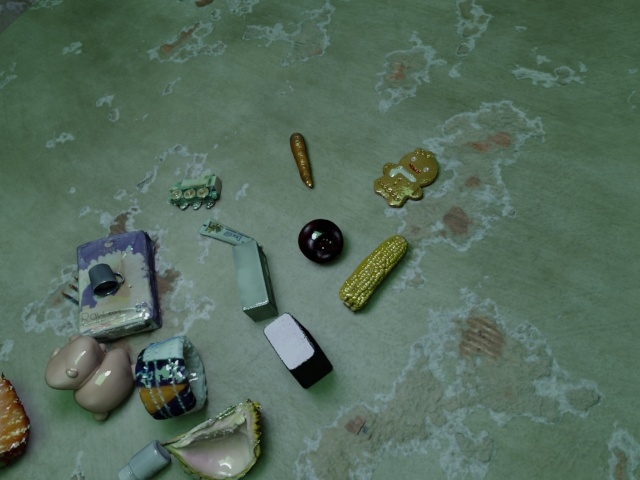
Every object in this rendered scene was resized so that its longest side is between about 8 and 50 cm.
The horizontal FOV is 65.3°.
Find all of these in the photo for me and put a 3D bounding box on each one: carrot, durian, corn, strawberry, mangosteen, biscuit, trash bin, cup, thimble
[{"bbox_3d":[-0.067,-0.291,1.825,0.059,0.059,0.247,-16,65,3],"label":"carrot"},{"bbox_3d":[-0.271,0.581,1.402,0.305,0.185,0.195,-29,82,1],"label":"durian"},{"bbox_3d":[0.172,0.096,1.573,0.101,0.101,0.291,38,76,24],"label":"corn"},{"bbox_3d":[-1.036,0.591,1.542,0.254,0.150,0.280,-29,59,-27],"label":"strawberry"},{"bbox_3d":[0.000,0.000,1.637,0.153,0.152,0.152,-4,64,9],"label":"mangosteen"},{"bbox_3d":[0.305,-0.222,1.733,0.249,0.035,0.184,-37,64,-8],"label":"biscuit"},{"bbox_3d":[-0.068,0.316,1.440,0.115,0.225,0.165,-35,64,-6],"label":"trash bin"},{"bbox_3d":[-0.682,0.121,1.594,0.100,0.078,0.077,-9,54,-38],"label":"cup"},{"bbox_3d":[-0.436,0.398,1.473,0.150,0.237,0.237,-16,63,-1],"label":"thimble"}]

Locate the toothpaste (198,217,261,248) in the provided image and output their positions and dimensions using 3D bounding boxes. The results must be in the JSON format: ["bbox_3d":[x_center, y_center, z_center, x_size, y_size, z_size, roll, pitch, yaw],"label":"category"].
[{"bbox_3d":[-0.317,-0.015,1.753,0.256,0.037,0.067,21,70,23],"label":"toothpaste"}]

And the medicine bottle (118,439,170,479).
[{"bbox_3d":[-0.509,0.649,1.445,0.130,0.080,0.080,-37,64,-7],"label":"medicine bottle"}]

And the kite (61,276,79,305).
[{"bbox_3d":[-0.791,0.213,1.740,0.245,0.015,0.141,29,70,15],"label":"kite"}]

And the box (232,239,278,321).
[{"bbox_3d":[-0.210,0.130,1.609,0.086,0.129,0.225,-17,63,3],"label":"box"}]

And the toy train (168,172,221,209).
[{"bbox_3d":[-0.463,-0.181,1.838,0.194,0.080,0.125,-3,54,12],"label":"toy train"}]

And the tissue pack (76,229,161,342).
[{"bbox_3d":[-0.678,0.155,1.682,0.243,0.125,0.343,-14,65,-3],"label":"tissue pack"}]

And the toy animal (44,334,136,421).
[{"bbox_3d":[-0.694,0.399,1.520,0.210,0.221,0.229,-44,64,-7],"label":"toy animal"}]
